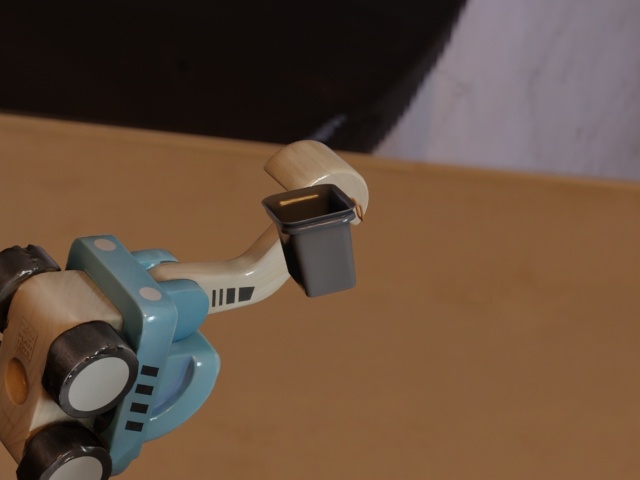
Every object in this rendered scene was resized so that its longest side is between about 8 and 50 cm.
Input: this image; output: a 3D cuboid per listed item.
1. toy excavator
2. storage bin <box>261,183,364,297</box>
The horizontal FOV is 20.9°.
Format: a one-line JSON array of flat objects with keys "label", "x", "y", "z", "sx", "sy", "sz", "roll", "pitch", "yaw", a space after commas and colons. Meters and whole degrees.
[{"label": "toy excavator", "x": -0.182, "y": 0.084, "z": 2.141, "sx": 0.222, "sy": 0.445, "sz": 0.433, "roll": 42, "pitch": -54, "yaw": 38}, {"label": "storage bin", "x": 0.000, "y": 0.000, "z": 1.850, "sx": 0.135, "sy": 0.098, "sz": 0.091, "roll": -132, "pitch": -150, "yaw": -71}]
